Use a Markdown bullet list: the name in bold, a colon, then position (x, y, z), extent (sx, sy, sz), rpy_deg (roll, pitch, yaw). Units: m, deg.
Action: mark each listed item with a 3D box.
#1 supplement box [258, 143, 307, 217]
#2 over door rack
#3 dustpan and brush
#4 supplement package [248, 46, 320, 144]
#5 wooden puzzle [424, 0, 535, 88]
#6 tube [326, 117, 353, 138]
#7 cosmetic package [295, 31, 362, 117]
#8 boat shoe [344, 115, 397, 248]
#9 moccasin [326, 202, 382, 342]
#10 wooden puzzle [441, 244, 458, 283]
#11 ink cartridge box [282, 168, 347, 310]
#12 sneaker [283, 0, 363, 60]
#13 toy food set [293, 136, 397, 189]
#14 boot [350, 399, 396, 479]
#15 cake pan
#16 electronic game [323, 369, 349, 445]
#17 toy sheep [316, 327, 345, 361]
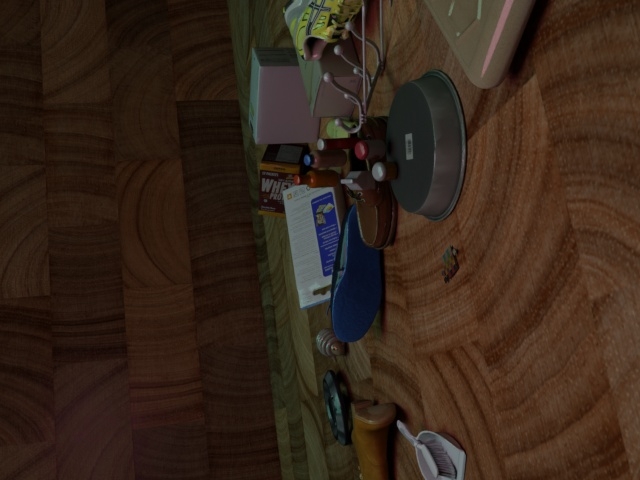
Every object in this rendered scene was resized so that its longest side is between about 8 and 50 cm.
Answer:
- **supplement box**: position (-0.125, -0.206, 2.350), extent (0.194, 0.129, 0.191), rpy_deg (-78, -6, -58)
- **over door rack**: position (0.087, -0.420, 1.450), extent (0.324, 0.108, 0.239), rpy_deg (101, -175, -46)
- **dustpan and brush**: position (0.217, 0.428, 1.435), extent (0.211, 0.060, 0.147), rpy_deg (-125, 34, -64)
- **supplement package**: position (-0.109, -0.447, 2.184), extent (0.145, 0.204, 0.262), rpy_deg (-113, 24, -50)
- **wooden puzzle**: position (0.246, -0.455, 1.059), extent (0.322, 0.080, 0.348), rpy_deg (101, 155, -47)
- **tube**: position (0.082, -0.266, 1.791), extent (0.070, 0.062, 0.240), rpy_deg (48, 178, -27)
- **cosmetic package**: position (0.014, -0.494, 1.880), extent (0.160, 0.113, 0.309), rpy_deg (107, 155, -55)
- **boat shoe**: position (0.102, -0.125, 1.591), extent (0.111, 0.104, 0.307), rpy_deg (12, 109, 50)
- **moccasin**: position (0.094, 0.078, 1.746), extent (0.117, 0.138, 0.342), rpy_deg (-159, 80, -79)
- **wooden puzzle**: position (0.244, 0.043, 1.332), extent (0.083, 0.006, 0.049), rpy_deg (110, 153, -58)
- **ink cartridge box**: position (0.000, 0.000, 1.974), extent (0.176, 0.069, 0.371), rpy_deg (-22, 64, 30)
- **sneaker**: position (0.050, -0.546, 1.626), extent (0.385, 0.145, 0.147), rpy_deg (-25, 78, 61)
- **toy food set**: position (0.045, -0.160, 1.481), extent (0.232, 0.104, 0.111), rpy_deg (7, 102, 54)
- **boot**: position (0.140, 0.506, 1.719), extent (0.295, 0.104, 0.211), rpy_deg (139, 120, -79)
- **cake pan**: position (0.195, -0.181, 1.369), extent (0.293, 0.054, 0.293), rpy_deg (176, 90, -75)
- **electronic game**: position (0.051, 0.507, 2.141), extent (0.229, 0.048, 0.229), rpy_deg (170, 90, -82)
- **toy sheep**: position (0.029, 0.305, 2.099), extent (0.132, 0.091, 0.091), rpy_deg (28, 122, 52)
